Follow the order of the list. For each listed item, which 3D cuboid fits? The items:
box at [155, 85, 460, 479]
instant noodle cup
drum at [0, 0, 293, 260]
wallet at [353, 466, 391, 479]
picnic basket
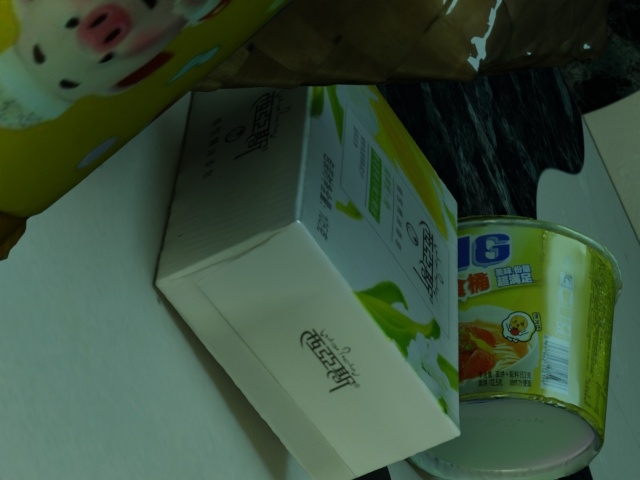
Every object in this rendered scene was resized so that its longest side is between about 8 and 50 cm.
[{"bbox_3d":[0.000,0.000,1.240,0.194,0.111,0.260,53,21,-29],"label":"box"},{"bbox_3d":[0.144,0.094,1.501,0.205,0.205,0.153,51,32,-50],"label":"instant noodle cup"},{"bbox_3d":[-0.159,-0.200,0.498,0.431,0.214,0.431,50,2,-2],"label":"drum"},{"bbox_3d":[0.014,0.131,1.328,0.082,0.018,0.157,-75,143,-61],"label":"wallet"},{"bbox_3d":[-0.003,-0.241,1.066,0.293,0.337,0.337,-19,90,-63],"label":"picnic basket"}]
